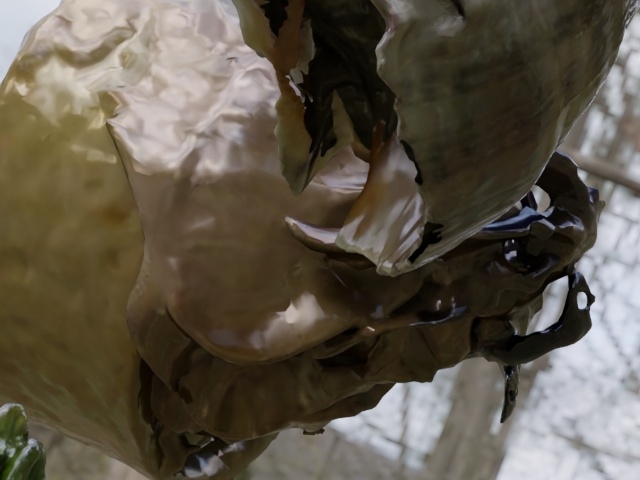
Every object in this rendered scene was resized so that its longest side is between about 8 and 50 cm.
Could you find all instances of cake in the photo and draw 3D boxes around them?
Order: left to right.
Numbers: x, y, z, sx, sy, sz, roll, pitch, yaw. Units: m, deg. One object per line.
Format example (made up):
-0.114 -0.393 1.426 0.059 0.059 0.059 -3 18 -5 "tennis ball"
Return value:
-0.004 0.008 1.135 0.321 0.332 0.332 21 -16 22 "cake"

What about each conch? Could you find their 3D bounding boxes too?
0.041 -0.121 0.673 0.210 0.159 0.291 51 -16 36 "conch"

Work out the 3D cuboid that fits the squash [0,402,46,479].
-0.111 0.169 0.695 0.094 0.224 0.094 -4 -9 -1 "squash"
